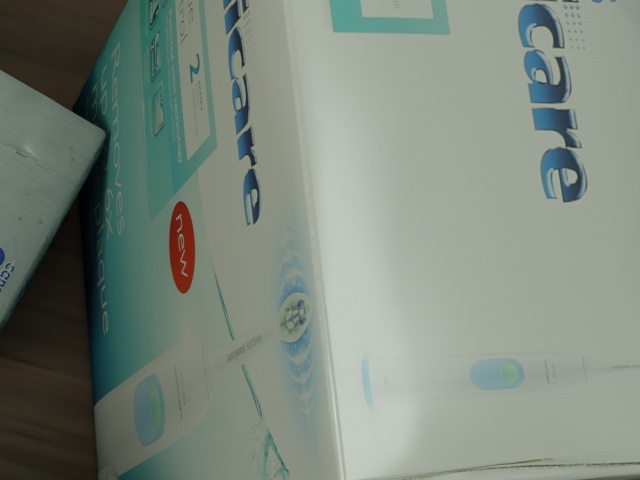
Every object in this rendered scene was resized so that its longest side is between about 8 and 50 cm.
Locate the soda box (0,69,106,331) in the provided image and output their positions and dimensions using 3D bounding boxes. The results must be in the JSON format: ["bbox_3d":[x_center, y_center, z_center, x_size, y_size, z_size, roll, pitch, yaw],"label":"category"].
[{"bbox_3d":[-0.237,-0.064,0.560,0.286,0.091,0.098,30,66,-11],"label":"soda box"}]

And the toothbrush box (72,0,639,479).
[{"bbox_3d":[0.000,0.000,0.521,0.126,0.295,0.216,-1,76,-22],"label":"toothbrush box"}]
